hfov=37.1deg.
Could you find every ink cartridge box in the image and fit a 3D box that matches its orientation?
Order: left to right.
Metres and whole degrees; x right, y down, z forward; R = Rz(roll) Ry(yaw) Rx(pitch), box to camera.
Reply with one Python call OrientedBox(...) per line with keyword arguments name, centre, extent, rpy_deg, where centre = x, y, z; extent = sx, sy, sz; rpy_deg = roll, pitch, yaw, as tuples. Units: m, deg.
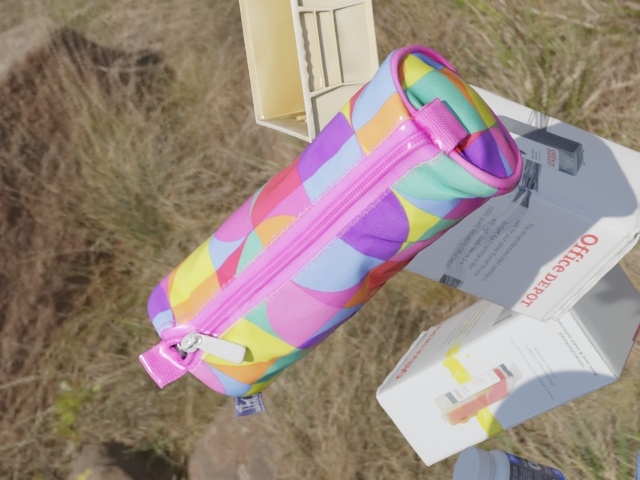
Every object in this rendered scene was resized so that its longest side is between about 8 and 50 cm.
OrientedBox(name="ink cartridge box", centre=(0.132, -0.035, 0.785), extent=(0.159, 0.217, 0.092), rpy_deg=(117, 174, -56))
OrientedBox(name="ink cartridge box", centre=(0.319, 0.184, 1.590), extent=(0.384, 0.279, 0.160), rpy_deg=(-34, 92, 35))

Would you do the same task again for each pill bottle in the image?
OrientedBox(name="pill bottle", centre=(0.246, 0.317, 1.238), extent=(0.078, 0.137, 0.078), rpy_deg=(-57, 20, 35))

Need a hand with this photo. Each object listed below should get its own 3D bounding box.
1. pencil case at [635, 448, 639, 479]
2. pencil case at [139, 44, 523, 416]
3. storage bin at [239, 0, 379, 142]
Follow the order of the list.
OrientedBox(name="pencil case", centre=(0.514, 0.283, 1.180), extent=(0.124, 0.273, 0.114), rpy_deg=(-29, 63, 50))
OrientedBox(name="pencil case", centre=(0.000, 0.000, 0.534), extent=(0.236, 0.104, 0.104), rpy_deg=(-43, 54, 29))
OrientedBox(name="storage bin", centre=(-0.022, -0.301, 1.436), extent=(0.262, 0.123, 0.261), rpy_deg=(-148, 47, -66))
